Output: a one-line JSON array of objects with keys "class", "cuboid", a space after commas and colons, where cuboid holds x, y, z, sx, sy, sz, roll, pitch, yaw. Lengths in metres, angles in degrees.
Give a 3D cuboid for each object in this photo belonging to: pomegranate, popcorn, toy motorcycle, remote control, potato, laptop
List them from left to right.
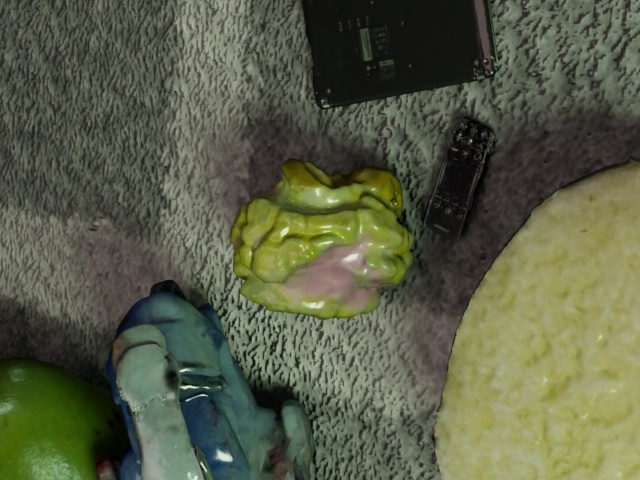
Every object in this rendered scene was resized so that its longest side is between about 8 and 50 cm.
[{"class": "pomegranate", "cuboid": [-0.307, 0.213, 1.431, 0.340, 0.260, 0.260, 48, 123, 28]}, {"class": "toy motorcycle", "cuboid": [-0.085, 0.175, 1.265, 0.241, 0.182, 0.319, -35, 72, 66]}, {"class": "popcorn", "cuboid": [0.000, 0.000, 1.209, 0.145, 0.126, 0.126, -13, 67, 25]}, {"class": "laptop", "cuboid": [0.058, -0.179, 1.208, 0.180, 0.016, 0.129, -7, 92, 39]}, {"class": "remote control", "cuboid": [0.109, -0.048, 1.183, 0.039, 0.014, 0.096, 30, 113, 34]}, {"class": "potato", "cuboid": [0.219, 0.097, 1.048, 0.239, 0.116, 0.299, 26, 101, 28]}]
